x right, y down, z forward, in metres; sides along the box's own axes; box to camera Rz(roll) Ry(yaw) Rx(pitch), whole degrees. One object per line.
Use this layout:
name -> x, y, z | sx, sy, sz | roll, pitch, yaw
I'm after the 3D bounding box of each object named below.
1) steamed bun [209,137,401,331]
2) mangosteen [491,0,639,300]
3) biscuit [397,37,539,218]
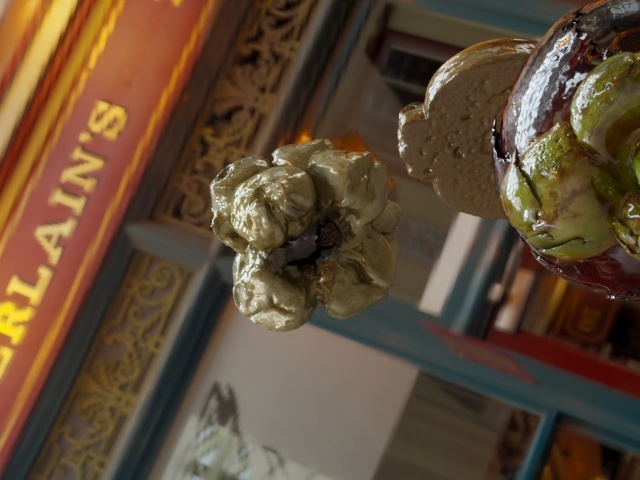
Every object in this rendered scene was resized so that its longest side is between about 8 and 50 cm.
steamed bun -> 0.000, 0.000, 1.234 | 0.192, 0.106, 0.177 | -17, -55, -18
mangosteen -> 0.166, -0.046, 0.663 | 0.180, 0.166, 0.166 | -50, -26, -76
biscuit -> 0.142, -0.093, 1.071 | 0.050, 0.170, 0.170 | -94, -1, -49
